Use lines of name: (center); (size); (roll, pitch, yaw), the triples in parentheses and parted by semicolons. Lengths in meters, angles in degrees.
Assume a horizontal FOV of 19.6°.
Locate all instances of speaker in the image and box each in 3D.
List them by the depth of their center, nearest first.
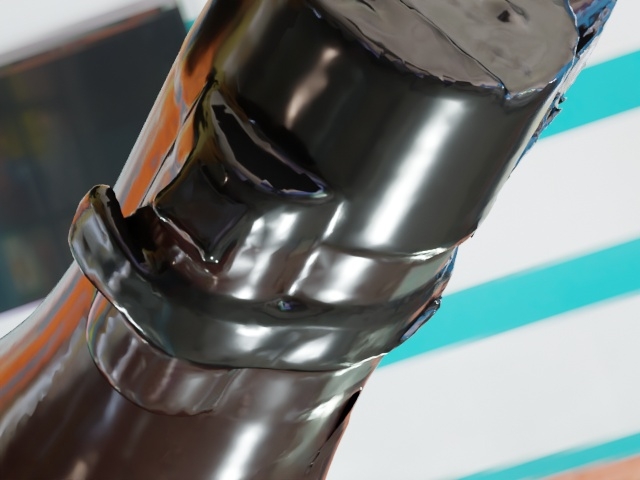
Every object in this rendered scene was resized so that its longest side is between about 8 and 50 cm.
speaker: (0.005, 0.023, 0.631); (0.259, 0.198, 0.329); (-3, 144, -39)
